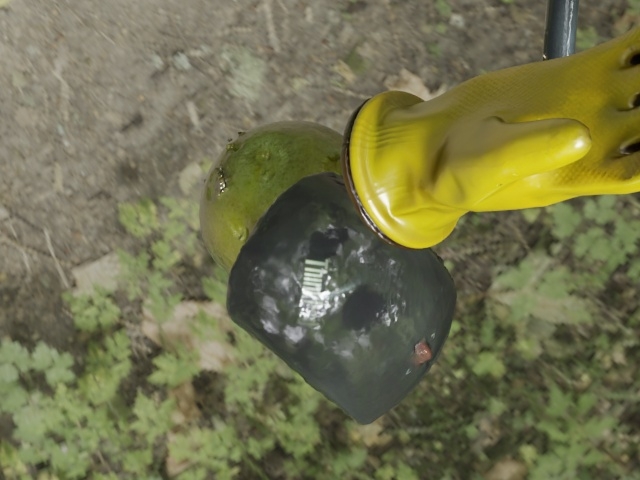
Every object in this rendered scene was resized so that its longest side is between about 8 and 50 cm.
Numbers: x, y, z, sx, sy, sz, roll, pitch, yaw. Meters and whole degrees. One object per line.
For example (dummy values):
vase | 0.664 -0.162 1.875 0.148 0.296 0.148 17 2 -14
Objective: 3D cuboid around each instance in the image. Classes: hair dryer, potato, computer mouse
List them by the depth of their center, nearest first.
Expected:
computer mouse | 0.036 0.060 1.224 0.170 0.100 0.269 -52 138 -5
hair dryer | 0.228 -0.176 1.234 0.050 0.173 0.195 5 101 -26
potato | -0.012 -0.006 1.737 0.219 0.270 0.359 -54 152 -9

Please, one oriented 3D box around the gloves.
gloves | 0.154 -0.081 0.871 0.116 0.294 0.133 25 63 -35
